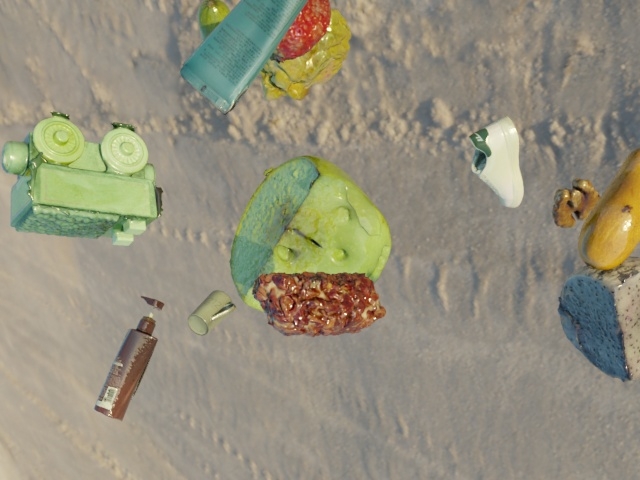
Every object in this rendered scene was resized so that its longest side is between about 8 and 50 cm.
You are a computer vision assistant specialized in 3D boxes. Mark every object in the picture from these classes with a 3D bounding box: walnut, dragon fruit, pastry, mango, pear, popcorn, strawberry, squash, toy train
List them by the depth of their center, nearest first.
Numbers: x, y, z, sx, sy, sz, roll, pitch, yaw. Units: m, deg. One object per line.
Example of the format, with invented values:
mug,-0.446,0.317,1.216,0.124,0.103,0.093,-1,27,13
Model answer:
pastry,-0.001,0.090,1.085,0.115,0.208,0.097,-22,71,40
strawberry,-0.050,-0.359,1.196,0.131,0.148,0.131,44,-172,-8
toy train,-0.413,-0.101,1.308,0.159,0.271,0.188,-27,64,48
pear,0.000,0.000,1.639,0.343,0.317,0.238,-57,32,16
mango,0.673,-0.063,1.666,0.120,0.295,0.177,32,170,17
squash,-0.231,-0.476,1.704,0.095,0.095,0.188,50,162,19
popcorn,-0.057,-0.457,1.762,0.212,0.259,0.259,59,150,9
dragon fruit,0.712,0.154,1.778,0.204,0.221,0.283,36,149,63
walnut,0.704,-0.109,2.096,0.069,0.142,0.170,58,179,37

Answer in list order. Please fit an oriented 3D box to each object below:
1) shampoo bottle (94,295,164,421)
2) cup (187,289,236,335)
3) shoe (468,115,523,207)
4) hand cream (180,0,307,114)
shampoo bottle,-0.363,0.224,1.449,0.068,0.237,0.067,23,163,-4
cup,-0.201,0.142,1.428,0.074,0.083,0.055,19,126,19
shoe,0.403,-0.169,1.751,0.095,0.110,0.265,-110,2,-46
hand cream,-0.072,-0.261,0.903,0.083,0.224,0.048,42,-171,1
